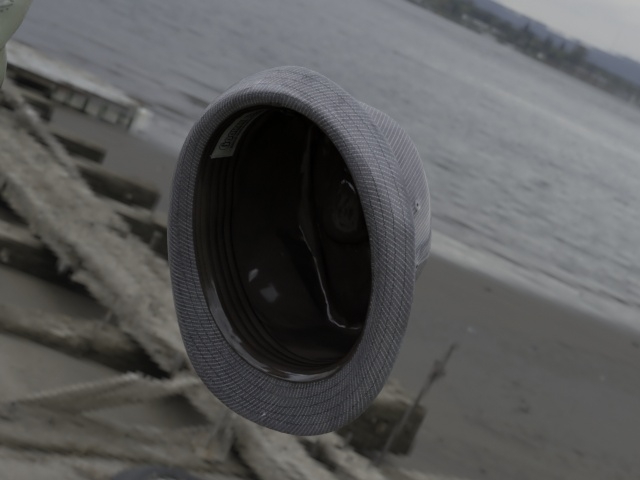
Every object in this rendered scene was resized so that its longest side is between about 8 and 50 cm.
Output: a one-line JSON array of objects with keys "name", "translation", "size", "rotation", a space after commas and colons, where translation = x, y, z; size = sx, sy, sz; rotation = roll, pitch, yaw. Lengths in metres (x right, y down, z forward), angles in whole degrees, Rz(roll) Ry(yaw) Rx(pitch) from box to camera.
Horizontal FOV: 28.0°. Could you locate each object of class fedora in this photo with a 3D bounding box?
[{"name": "fedora", "translation": [0.000, 0.000, 0.997], "size": [0.243, 0.275, 0.124], "rotation": [7, 15, 40]}]

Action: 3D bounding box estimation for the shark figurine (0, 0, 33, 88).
[{"name": "shark figurine", "translation": [-0.314, -0.149, 0.951], "size": [0.116, 0.166, 0.278], "rotation": [31, 37, 5]}]
